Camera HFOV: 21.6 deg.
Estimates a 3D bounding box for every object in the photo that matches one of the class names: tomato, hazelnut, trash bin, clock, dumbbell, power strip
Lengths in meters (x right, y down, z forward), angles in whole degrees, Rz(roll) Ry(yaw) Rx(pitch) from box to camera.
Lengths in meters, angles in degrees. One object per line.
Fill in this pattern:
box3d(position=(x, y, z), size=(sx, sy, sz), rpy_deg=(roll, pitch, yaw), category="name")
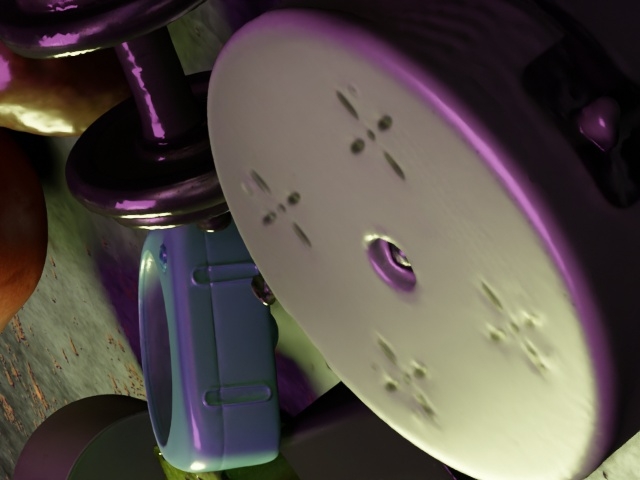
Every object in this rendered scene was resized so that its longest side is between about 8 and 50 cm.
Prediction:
box3d(position=(-0.452, -0.008, 1.814), size=(0.321, 0.321, 0.321), rpy_deg=(40, 153, 26), category="tomato")
box3d(position=(-0.238, -0.176, 1.376), size=(0.210, 0.186, 0.210), rpy_deg=(26, 152, 15), category="hazelnut")
box3d(position=(0.087, 0.174, 1.359), size=(0.165, 0.115, 0.225), rpy_deg=(54, 152, 0), category="trash bin")
box3d(position=(-0.105, 0.091, 1.510), size=(0.274, 0.094, 0.223), rpy_deg=(158, 107, -77), category="clock")
box3d(position=(-0.123, -0.129, 1.225), size=(0.192, 0.192, 0.290), rpy_deg=(21, 139, 50), category="dumbbell")
box3d(position=(0.101, -0.028, 0.998), size=(0.357, 0.161, 0.357), rpy_deg=(39, 151, 27), category="power strip")

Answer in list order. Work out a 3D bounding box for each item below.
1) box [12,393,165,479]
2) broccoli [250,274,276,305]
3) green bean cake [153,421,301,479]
box3d(position=(-0.222, 0.293, 1.909), size=(0.149, 0.226, 0.226), rpy_deg=(7, 129, 59), category="box")
box3d(position=(0.002, 0.001, 1.288), size=(0.118, 0.122, 0.204), rpy_deg=(47, -178, -44), category="broccoli")
box3d(position=(-0.067, 0.279, 1.755), size=(0.200, 0.113, 0.214), rpy_deg=(8, 130, 61), category="green bean cake")
